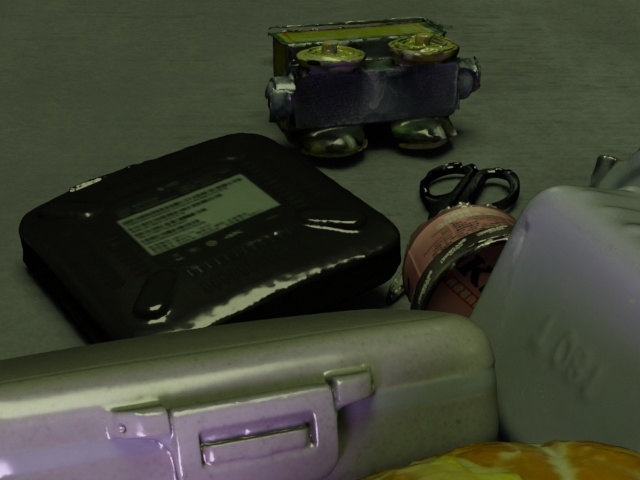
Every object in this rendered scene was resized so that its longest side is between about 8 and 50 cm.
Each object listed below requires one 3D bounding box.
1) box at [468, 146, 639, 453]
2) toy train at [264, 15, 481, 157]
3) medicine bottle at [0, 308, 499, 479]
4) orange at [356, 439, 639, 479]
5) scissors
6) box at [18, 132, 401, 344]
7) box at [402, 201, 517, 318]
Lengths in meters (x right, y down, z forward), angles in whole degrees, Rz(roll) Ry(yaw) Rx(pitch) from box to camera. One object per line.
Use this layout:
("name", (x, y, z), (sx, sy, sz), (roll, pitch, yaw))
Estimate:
("box", (0.195, 0.083, 0.828), (0.106, 0.264, 0.336), (16, 18, -25))
("toy train", (0.053, -0.183, 1.498), (0.261, 0.134, 0.177), (-7, 21, -15))
("medicine bottle", (-0.082, 0.122, 0.851), (0.375, 0.123, 0.282), (-6, -1, -20))
("orange", (0.114, 0.240, 0.587), (0.329, 0.249, 0.329), (9, 30, -5))
("scissors", (0.122, -0.013, 1.293), (0.109, 0.022, 0.300), (9, 29, 22))
("box", (-0.108, 0.003, 1.186), (0.290, 0.073, 0.289), (-22, 36, -24))
("box", (0.139, 0.045, 1.063), (0.151, 0.151, 0.135), (-4, 20, -9))
